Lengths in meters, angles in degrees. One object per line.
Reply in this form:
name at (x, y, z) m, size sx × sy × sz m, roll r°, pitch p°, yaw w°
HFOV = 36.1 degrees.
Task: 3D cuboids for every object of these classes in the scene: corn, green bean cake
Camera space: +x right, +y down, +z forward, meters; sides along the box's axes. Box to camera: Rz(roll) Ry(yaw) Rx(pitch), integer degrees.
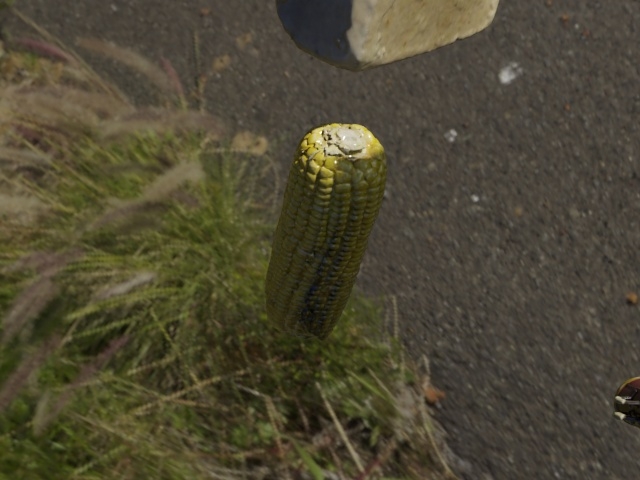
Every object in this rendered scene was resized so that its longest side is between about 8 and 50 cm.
corn at (0.000, 0.000, 0.729) m, size 0.072 × 0.203 × 0.072 m, roll 9°, pitch 44°, yaw -8°
green bean cake at (0.056, -0.190, 0.670) m, size 0.085 × 0.109 × 0.179 m, roll 31°, pitch 38°, yaw 28°

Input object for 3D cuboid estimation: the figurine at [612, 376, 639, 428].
figurine at (0.427, 0.221, 1.288) m, size 0.098 × 0.154 × 0.082 m, roll 2°, pitch 92°, yaw -7°
